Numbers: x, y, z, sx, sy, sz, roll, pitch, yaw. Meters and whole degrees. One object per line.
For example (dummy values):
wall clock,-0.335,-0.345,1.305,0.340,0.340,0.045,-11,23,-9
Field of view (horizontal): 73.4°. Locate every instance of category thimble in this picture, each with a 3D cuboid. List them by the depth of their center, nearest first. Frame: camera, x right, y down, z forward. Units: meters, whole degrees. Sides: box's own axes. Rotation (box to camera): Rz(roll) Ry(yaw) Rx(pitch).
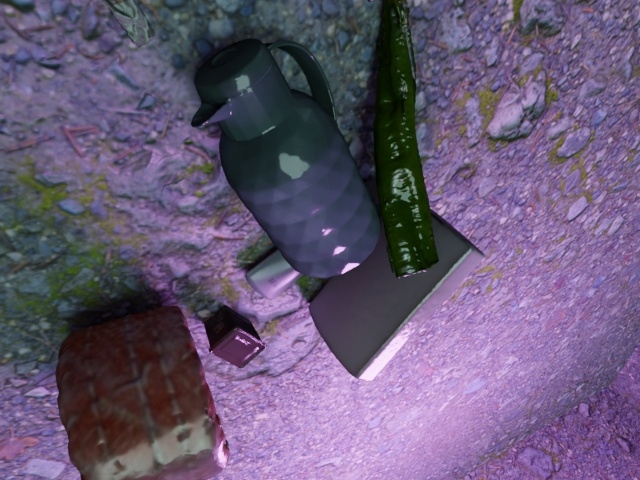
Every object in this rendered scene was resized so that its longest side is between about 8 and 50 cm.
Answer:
thimble,-0.228,0.209,0.558,0.162,0.239,0.239,-19,132,-21

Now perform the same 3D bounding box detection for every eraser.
eraser,0.109,0.069,0.697,0.095,0.174,0.270,27,108,-41

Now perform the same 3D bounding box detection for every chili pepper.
chili pepper,0.099,-0.126,0.546,0.085,0.076,0.358,-21,108,-32

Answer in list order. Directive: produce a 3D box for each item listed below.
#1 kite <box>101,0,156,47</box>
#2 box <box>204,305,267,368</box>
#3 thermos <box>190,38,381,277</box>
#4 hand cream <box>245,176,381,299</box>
kite,-0.229,-0.288,0.312,0.335,0.011,0.314,-39,136,1
box,-0.139,0.153,0.687,0.060,0.063,0.084,-42,134,1
thermos,-0.027,-0.099,0.509,0.182,0.145,0.286,-59,141,-26
hand cream,0.000,0.000,0.665,0.255,0.048,0.079,-38,130,3
